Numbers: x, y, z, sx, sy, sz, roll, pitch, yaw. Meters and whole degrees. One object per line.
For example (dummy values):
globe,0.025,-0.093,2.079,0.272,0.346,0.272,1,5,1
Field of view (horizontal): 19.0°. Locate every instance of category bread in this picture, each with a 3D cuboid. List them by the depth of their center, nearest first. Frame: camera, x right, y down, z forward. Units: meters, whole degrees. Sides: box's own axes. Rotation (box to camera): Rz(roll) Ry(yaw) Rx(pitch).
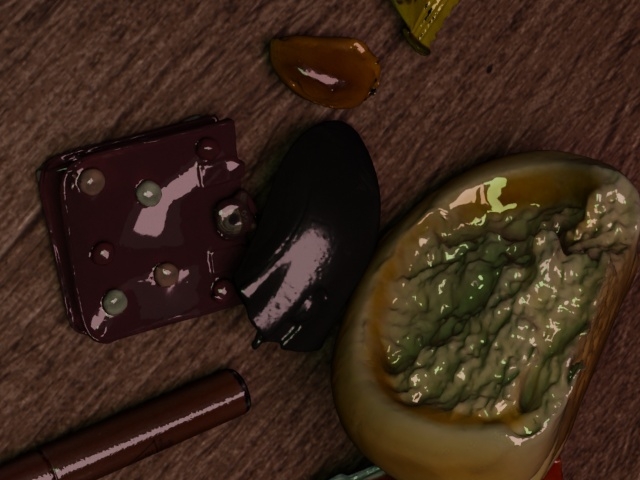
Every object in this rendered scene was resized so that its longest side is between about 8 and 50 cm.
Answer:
bread,0.206,0.102,2.004,0.245,0.329,0.424,49,52,-29

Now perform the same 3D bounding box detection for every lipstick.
lipstick,-0.238,0.221,1.981,0.356,0.057,0.057,-21,111,-20

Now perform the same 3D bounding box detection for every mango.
mango,0.002,-0.178,1.994,0.127,0.063,0.077,12,66,-22

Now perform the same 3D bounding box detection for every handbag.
handbag,-0.166,-0.010,1.948,0.216,0.074,0.203,-15,109,-22

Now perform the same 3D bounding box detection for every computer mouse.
computer mouse,0.000,0.000,1.988,0.147,0.088,0.264,35,75,-46

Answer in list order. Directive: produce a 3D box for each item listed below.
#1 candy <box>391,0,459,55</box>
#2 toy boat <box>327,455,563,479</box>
candy,0.067,-0.341,1.979,0.297,0.081,0.187,39,84,-39
toy boat,0.107,0.296,2.138,0.332,0.133,0.145,-15,116,-11
